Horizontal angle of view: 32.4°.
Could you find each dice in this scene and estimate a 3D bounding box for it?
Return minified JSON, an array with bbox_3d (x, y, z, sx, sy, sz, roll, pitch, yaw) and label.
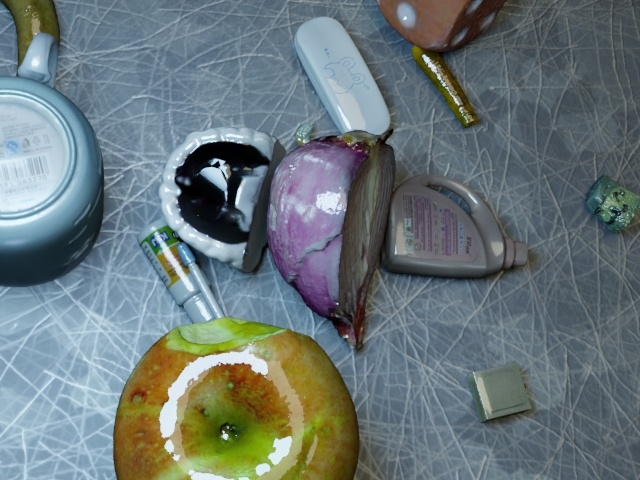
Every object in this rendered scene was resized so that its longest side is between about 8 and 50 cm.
[{"bbox_3d":[0.210,-0.438,1.854,0.174,0.179,0.175,-34,74,-31],"label":"dice"}]

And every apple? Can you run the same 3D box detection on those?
[{"bbox_3d":[-0.114,0.269,1.494,0.340,0.339,0.339,4,71,-11],"label":"apple"}]

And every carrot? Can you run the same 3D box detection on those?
[{"bbox_3d":[0.214,-0.265,1.889,0.042,0.042,0.170,-29,82,-20],"label":"carrot"}]

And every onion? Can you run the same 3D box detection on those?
[{"bbox_3d":[0.000,0.000,1.663,0.159,0.267,0.348,12,108,20],"label":"onion"}]

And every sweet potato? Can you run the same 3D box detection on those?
[{"bbox_3d":[-0.470,-0.350,1.750,0.108,0.079,0.346,-23,78,11],"label":"sweet potato"}]

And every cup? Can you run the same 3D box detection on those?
[{"bbox_3d":[-0.423,-0.130,1.558,0.260,0.274,0.356,12,76,-10],"label":"cup"}]

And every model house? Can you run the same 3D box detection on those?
[{"bbox_3d":[0.493,-0.064,1.868,0.083,0.066,0.078,40,66,4],"label":"model house"}]

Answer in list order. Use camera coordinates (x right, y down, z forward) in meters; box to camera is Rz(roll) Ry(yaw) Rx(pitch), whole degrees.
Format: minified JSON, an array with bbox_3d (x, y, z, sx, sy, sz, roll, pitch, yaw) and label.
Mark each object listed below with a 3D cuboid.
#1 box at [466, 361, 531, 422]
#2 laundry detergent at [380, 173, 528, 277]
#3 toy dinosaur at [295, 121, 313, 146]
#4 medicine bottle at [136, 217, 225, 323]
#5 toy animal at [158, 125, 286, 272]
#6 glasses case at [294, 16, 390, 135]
[{"bbox_3d":[0.282,0.238,1.735,0.083,0.035,0.079,-10,74,-16],"label":"box"},{"bbox_3d":[0.217,-0.024,1.787,0.237,0.076,0.171,3,71,-12],"label":"laundry detergent"},{"bbox_3d":[-0.019,-0.094,1.781,0.106,0.044,0.187,20,86,0],"label":"toy dinosaur"},{"bbox_3d":[-0.193,0.065,1.657,0.061,0.092,0.220,-29,80,-25],"label":"medicine bottle"},{"bbox_3d":[-0.148,-0.069,1.664,0.156,0.204,0.208,16,87,9],"label":"toy animal"},{"bbox_3d":[0.036,-0.267,1.838,0.092,0.059,0.233,-22,79,-20],"label":"glasses case"}]
